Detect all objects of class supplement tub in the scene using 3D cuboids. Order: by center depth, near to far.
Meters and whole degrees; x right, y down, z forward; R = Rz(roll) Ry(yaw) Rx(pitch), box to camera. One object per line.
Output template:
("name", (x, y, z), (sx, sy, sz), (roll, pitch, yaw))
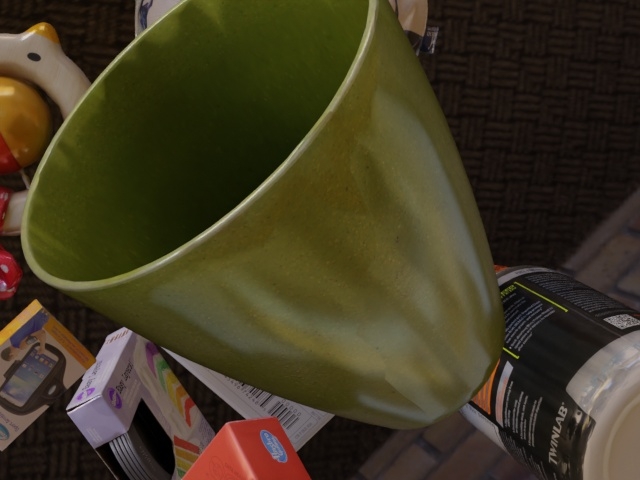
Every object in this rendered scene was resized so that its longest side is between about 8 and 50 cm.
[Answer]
("supplement tub", (0.265, 0.151, 1.091), (0.207, 0.338, 0.207), (-7, 108, -21))

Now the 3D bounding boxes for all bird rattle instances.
("bird rattle", (-0.257, -0.063, 0.834), (0.253, 0.143, 0.207), (-24, 95, 5))

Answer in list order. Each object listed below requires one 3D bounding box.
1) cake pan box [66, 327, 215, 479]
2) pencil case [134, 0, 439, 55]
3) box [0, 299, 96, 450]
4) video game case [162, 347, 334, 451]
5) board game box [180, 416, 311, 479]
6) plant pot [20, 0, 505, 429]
("cake pan box", (-0.264, 0.281, 1.520), (0.070, 0.267, 0.245), (-30, 105, 12))
("pencil case", (-0.042, -0.271, 1.264), (0.410, 0.160, 0.183), (-12, 93, -39))
("box", (-0.285, 0.130, 0.927), (0.136, 0.028, 0.081), (-46, 122, -13))
("video game case", (-0.047, 0.016, 1.018), (0.329, 0.036, 0.300), (43, 101, -11))
("board game box", (-0.051, 0.357, 0.891), (0.064, 0.316, 0.242), (4, 132, -45))
("plant pot", (0.000, 0.000, 0.695), (0.275, 0.275, 0.293), (-50, 126, -7))
